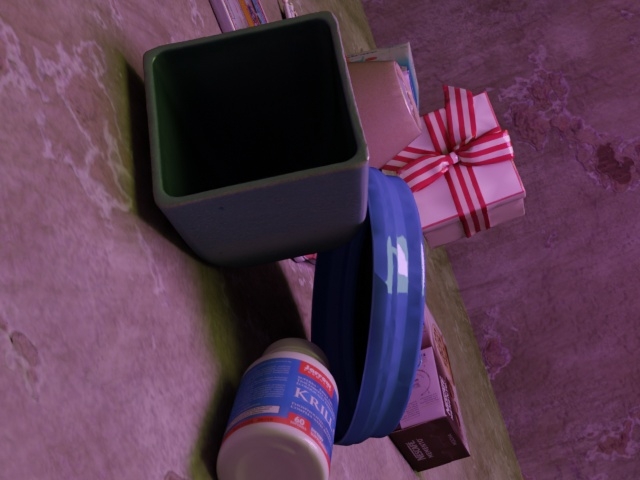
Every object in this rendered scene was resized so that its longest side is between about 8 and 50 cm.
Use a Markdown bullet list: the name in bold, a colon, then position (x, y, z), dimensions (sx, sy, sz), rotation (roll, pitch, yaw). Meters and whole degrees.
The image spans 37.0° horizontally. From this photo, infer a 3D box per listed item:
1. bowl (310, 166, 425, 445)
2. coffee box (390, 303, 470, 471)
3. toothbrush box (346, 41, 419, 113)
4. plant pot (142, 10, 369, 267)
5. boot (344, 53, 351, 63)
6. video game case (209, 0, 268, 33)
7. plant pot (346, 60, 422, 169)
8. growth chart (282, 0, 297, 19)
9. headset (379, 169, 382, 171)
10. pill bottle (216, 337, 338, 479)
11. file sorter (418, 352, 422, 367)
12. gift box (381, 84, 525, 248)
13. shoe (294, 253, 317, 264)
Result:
- **bowl**: position (0.060, 0.090, 1.337), dimensions (0.391, 0.077, 0.392), rotation (-176, -90, -79)
- **coffee box**: position (0.200, 0.289, 1.934), dimensions (0.297, 0.118, 0.168), rotation (-96, 162, -45)
- **toothbrush box**: position (0.126, -0.374, 2.339), dimensions (0.295, 0.216, 0.126), rotation (-75, 153, -65)
- **plant pot**: position (-0.069, -0.098, 1.230), dimensions (0.252, 0.247, 0.247), rotation (77, 2, -58)
- **boot**: position (-0.011, -0.247, 1.755), dimensions (0.262, 0.203, 0.095), rotation (46, 41, -14)
- **video game case**: position (-0.130, -0.381, 1.799), dimensions (0.285, 0.025, 0.204), rotation (-52, 121, -73)
- **plant pot**: position (0.019, -0.188, 1.584), dimensions (0.256, 0.273, 0.257), rotation (-20, 90, -76)
- **growth chart**: position (-0.043, -0.481, 2.280), dimensions (0.237, 0.021, 0.172), rotation (36, 37, -70)
- **headset**: position (0.066, -0.097, 2.018), dimensions (0.243, 0.185, 0.394), rotation (52, 7, -40)
- **pill bottle**: position (-0.043, 0.206, 1.115), dimensions (0.221, 0.124, 0.124), rotation (-79, 146, -65)
- **file sorter**: position (0.106, 0.175, 1.744), dimensions (0.170, 0.118, 0.105), rotation (48, 29, -57)
- **gift box**: position (0.262, -0.152, 1.963), dimensions (0.277, 0.255, 0.258), rotation (66, 7, 14)
- **shoe**: position (0.000, 0.000, 1.649), dimensions (0.178, 0.081, 0.064), rotation (24, 48, -71)
